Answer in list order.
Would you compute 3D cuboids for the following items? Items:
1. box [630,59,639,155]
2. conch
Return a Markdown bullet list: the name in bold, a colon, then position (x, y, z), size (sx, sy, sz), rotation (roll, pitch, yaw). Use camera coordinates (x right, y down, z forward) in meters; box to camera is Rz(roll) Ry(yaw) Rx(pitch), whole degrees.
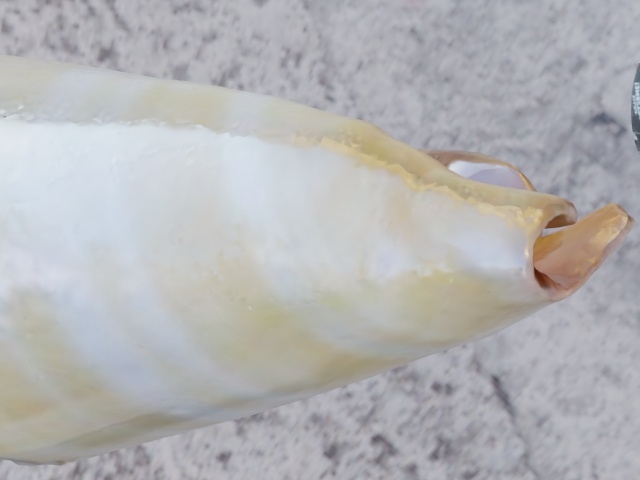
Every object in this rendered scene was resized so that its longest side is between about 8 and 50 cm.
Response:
- **box**: position (0.319, -0.095, 1.184), size (0.151, 0.135, 0.151), rotation (-6, 102, -29)
- **conch**: position (-0.043, 0.017, 0.507), size (0.158, 0.255, 0.127), rotation (15, 87, -53)
